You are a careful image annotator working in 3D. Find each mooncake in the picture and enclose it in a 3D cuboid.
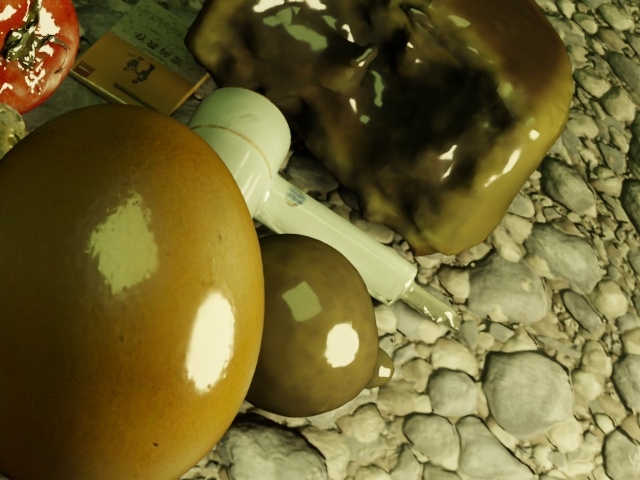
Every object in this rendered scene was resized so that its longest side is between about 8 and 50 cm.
[{"bbox_3d":[0.070,-0.184,2.088,0.393,0.246,0.394,6,47,-35],"label":"mooncake"}]

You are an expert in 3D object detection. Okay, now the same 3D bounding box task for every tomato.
[{"bbox_3d":[-0.337,-0.214,1.962,0.151,0.187,0.187,27,37,34],"label":"tomato"}]

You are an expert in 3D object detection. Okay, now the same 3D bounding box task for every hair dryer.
[{"bbox_3d":[0.000,0.000,2.002,0.357,0.107,0.173,32,45,-7],"label":"hair dryer"}]

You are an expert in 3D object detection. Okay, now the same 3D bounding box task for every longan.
[{"bbox_3d":[-0.016,0.084,1.860,0.204,0.159,0.185,30,40,-23],"label":"longan"}]

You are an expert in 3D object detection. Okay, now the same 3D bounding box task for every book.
[{"bbox_3d":[-0.186,-0.195,2.136,0.118,0.012,0.172,33,43,4],"label":"book"}]

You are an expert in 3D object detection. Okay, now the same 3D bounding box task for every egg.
[{"bbox_3d":[-0.188,0.054,1.688,0.282,0.282,0.351,11,78,-19],"label":"egg"}]

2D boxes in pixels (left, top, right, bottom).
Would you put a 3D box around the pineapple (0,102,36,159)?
[{"bbox_3d":[-0.323,-0.054,1.861,0.236,0.114,0.186,14,45,-21],"label":"pineapple"}]
